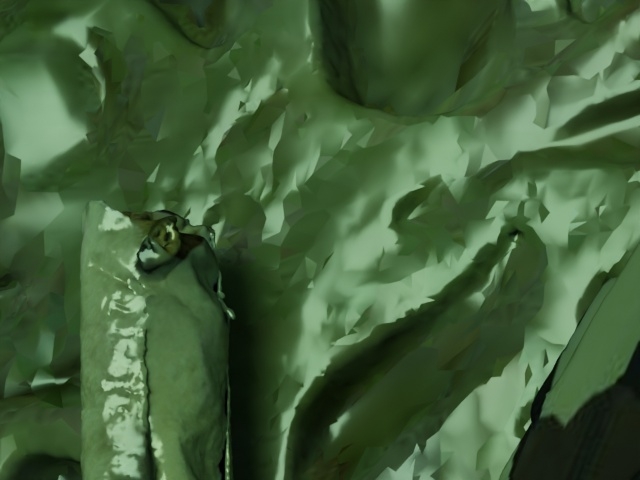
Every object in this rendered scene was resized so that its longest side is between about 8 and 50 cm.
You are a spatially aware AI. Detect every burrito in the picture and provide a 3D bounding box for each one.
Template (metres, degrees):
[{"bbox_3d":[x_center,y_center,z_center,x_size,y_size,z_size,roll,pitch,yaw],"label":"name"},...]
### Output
[{"bbox_3d":[-0.045,0.075,0.514,0.041,0.045,0.185,-16,65,32],"label":"burrito"}]

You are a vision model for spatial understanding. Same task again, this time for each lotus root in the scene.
[{"bbox_3d":[0.000,0.000,0.599,0.375,0.111,0.390,-9,67,28],"label":"lotus root"}]

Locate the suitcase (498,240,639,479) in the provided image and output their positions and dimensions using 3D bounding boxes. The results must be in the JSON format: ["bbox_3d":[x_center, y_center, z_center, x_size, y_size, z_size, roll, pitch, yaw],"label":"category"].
[{"bbox_3d":[0.137,0.178,0.332,0.351,0.194,0.339,-61,32,0],"label":"suitcase"}]
